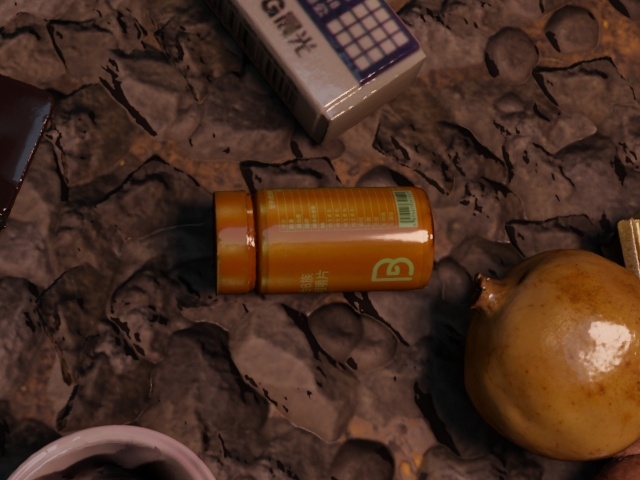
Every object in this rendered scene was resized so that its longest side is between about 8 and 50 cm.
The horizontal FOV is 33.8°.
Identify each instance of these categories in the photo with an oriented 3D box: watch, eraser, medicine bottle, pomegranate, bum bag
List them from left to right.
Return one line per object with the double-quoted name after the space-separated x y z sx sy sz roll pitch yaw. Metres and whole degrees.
-0.318 -0.083 0.963 0.109 0.026 0.159 19 73 -1 "bum bag"
-0.131 0.263 0.839 0.244 0.196 0.231 -34 60 -15 "watch"
-0.033 -0.238 1.012 0.124 0.081 0.279 -35 82 -15 "eraser"
0.000 0.000 0.944 0.192 0.096 0.096 -2 75 -8 "medicine bottle"
0.204 0.093 0.905 0.196 0.196 0.196 2 75 -7 "pomegranate"

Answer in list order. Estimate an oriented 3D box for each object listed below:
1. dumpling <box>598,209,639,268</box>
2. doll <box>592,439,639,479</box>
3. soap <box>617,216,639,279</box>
0.421 0.086 0.980 0.166 0.086 0.332 -38 81 18 "dumpling"
0.218 0.301 0.884 0.303 0.156 0.201 -30 39 6 "doll"
0.336 0.096 0.951 0.092 0.037 0.252 -10 85 23 "soap"
